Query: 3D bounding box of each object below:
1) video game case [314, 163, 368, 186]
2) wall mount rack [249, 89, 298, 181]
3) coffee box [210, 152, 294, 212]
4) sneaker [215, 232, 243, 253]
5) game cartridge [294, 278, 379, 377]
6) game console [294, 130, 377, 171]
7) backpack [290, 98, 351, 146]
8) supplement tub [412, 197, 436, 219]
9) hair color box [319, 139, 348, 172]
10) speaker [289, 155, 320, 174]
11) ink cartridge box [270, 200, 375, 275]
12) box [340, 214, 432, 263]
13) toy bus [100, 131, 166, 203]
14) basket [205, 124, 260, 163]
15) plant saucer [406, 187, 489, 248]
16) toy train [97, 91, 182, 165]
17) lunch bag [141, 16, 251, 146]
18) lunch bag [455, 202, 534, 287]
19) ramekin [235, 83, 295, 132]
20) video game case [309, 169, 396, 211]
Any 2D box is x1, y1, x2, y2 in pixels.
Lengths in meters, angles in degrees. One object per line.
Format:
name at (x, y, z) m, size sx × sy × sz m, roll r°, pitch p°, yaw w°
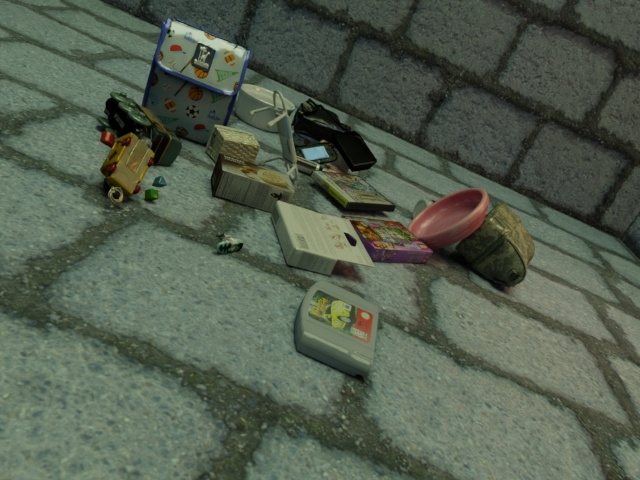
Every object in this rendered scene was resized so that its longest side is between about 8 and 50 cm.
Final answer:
video game case at (0.093, -0.242, 2.348) m, size 0.204 × 0.025 × 0.285 m, roll 26°, pitch 24°, yaw 1°
wall mount rack at (-0.158, -0.354, 2.019) m, size 0.130 × 0.350 × 0.304 m, roll -18°, pitch 26°, yaw -16°
coffee box at (-0.223, -0.182, 1.813) m, size 0.246 × 0.098 × 0.141 m, roll 16°, pitch 25°, yaw -21°
sneaker at (-0.258, 0.003, 1.476) m, size 0.069 × 0.038 × 0.098 m, roll 34°, pitch 15°, yaw 24°
game cartridge at (0.039, 0.197, 1.338) m, size 0.196 × 0.060 × 0.294 m, roll 21°, pitch 23°, yaw 0°
game console at (0.052, -0.372, 2.404) m, size 0.361 × 0.044 × 0.213 m, roll -14°, pitch 56°, yaw -25°
backpack at (-0.016, -0.535, 2.628) m, size 0.276 × 0.213 × 0.263 m, roll 24°, pitch 31°, yaw -19°
supplement tub at (0.491, -0.100, 2.325) m, size 0.190 × 0.117 × 0.117 m, roll 14°, pitch 26°, yaw -23°
hair color box at (0.061, -0.374, 2.507) m, size 0.167 × 0.093 × 0.053 m, roll 28°, pitch 23°, yaw 6°
speaker at (-0.075, -0.311, 2.289) m, size 0.136 × 0.055 × 0.055 m, roll 20°, pitch 24°, yaw -13°
ink cartridge box at (0.000, 0.000, 1.693) m, size 0.261 × 0.066 × 0.296 m, roll 15°, pitch 26°, yaw -23°
box at (0.223, -0.002, 1.927) m, size 0.293 × 0.057 × 0.201 m, roll 4°, pitch 32°, yaw -40°
toy bus at (-0.538, -0.190, 1.511) m, size 0.104 × 0.191 × 0.202 m, roll -13°, pitch 2°, yaw 32°
basket at (-0.316, -0.339, 2.036) m, size 0.167 × 0.113 × 0.103 m, roll 5°, pitch 33°, yaw -38°
plant saucer at (0.482, -0.074, 2.083) m, size 0.084 × 0.332 × 0.332 m, roll 56°, pitch 18°, yaw -16°
toy train at (-0.588, -0.363, 1.811) m, size 0.190 × 0.142 × 0.334 m, roll 18°, pitch 19°, yaw -46°
lunch bag at (-0.464, -0.577, 2.049) m, size 0.327 × 0.386 × 0.239 m, roll 17°, pitch 24°, yaw -19°
lunch bag at (0.694, 0.029, 2.137) m, size 0.256 × 0.213 × 0.305 m, roll 45°, pitch 30°, yaw 9°
ramekin at (-0.273, -0.627, 2.657) m, size 0.277 × 0.135 × 0.277 m, roll 21°, pitch 23°, yaw -10°
video game case at (0.129, -0.196, 2.210) m, size 0.274 × 0.035 × 0.248 m, roll 0°, pitch 34°, yaw -43°
